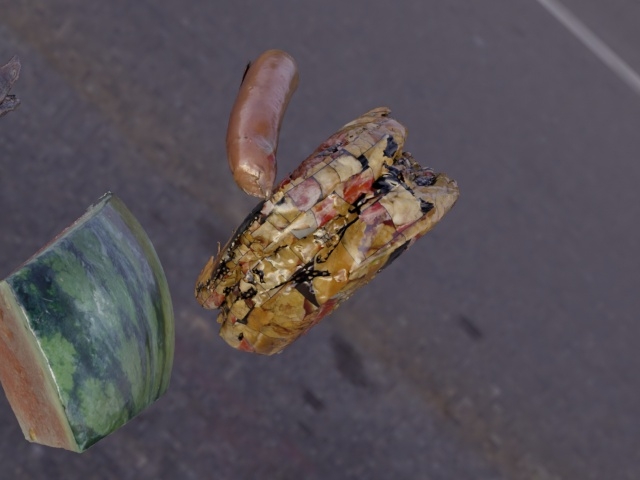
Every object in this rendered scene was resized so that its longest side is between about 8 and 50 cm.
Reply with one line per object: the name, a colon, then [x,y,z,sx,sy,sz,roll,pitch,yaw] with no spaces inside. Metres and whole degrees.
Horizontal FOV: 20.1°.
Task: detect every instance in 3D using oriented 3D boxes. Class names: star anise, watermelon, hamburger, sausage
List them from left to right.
star anise: [-0.343,-0.130,1.755,0.042,0.141,0.141,37,16,35]
watermelon: [-0.267,0.092,1.797,0.213,0.201,0.261,68,21,-7]
sausage: [-0.041,-0.089,1.285,0.177,0.040,0.047,-80,165,-60]
hamburger: [0.000,0.000,1.413,0.107,0.231,0.231,46,22,0]
